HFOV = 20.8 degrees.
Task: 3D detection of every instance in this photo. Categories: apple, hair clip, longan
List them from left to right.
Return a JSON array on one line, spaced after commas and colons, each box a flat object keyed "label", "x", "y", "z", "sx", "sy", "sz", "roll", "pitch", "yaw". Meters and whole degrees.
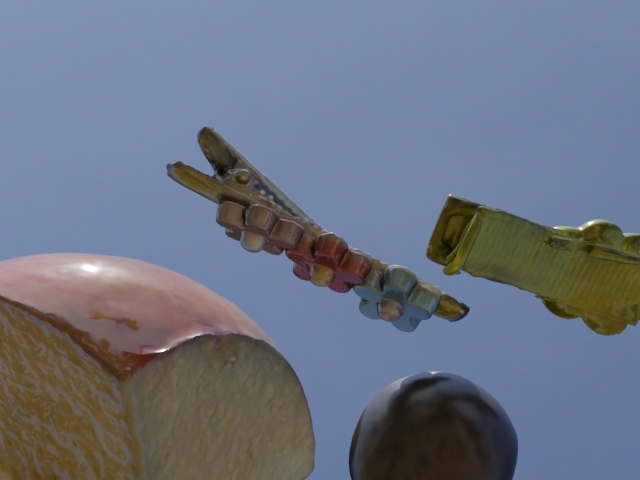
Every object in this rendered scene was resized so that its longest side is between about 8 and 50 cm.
[{"label": "apple", "x": -0.191, "y": 0.130, "z": 1.402, "sx": 0.309, "sy": 0.314, "sz": 0.252, "roll": 22, "pitch": -95, "yaw": 37}, {"label": "hair clip", "x": -0.003, "y": 0.005, "z": 1.095, "sx": 0.214, "sy": 0.062, "sz": 0.056, "roll": 35, "pitch": -117, "yaw": -8}, {"label": "longan", "x": 0.071, "y": 0.135, "z": 1.081, "sx": 0.113, "sy": 0.113, "sz": 0.092, "roll": 35, "pitch": -39, "yaw": 19}, {"label": "hair clip", "x": 0.147, "y": 0.017, "z": 1.088, "sx": 0.046, "sy": 0.173, "sz": 0.072, "roll": 49, "pitch": -58, "yaw": 56}]
